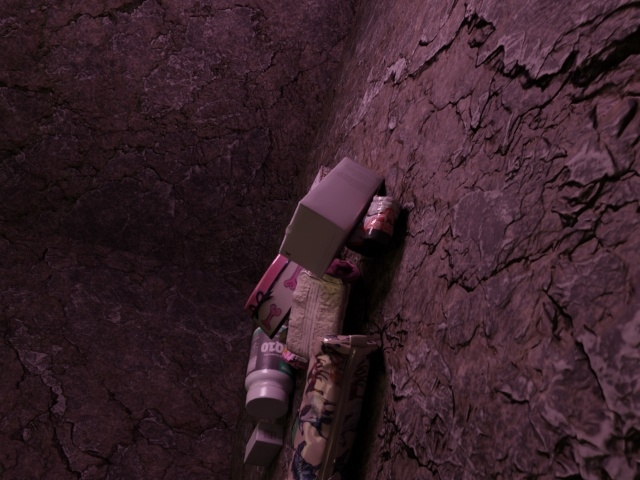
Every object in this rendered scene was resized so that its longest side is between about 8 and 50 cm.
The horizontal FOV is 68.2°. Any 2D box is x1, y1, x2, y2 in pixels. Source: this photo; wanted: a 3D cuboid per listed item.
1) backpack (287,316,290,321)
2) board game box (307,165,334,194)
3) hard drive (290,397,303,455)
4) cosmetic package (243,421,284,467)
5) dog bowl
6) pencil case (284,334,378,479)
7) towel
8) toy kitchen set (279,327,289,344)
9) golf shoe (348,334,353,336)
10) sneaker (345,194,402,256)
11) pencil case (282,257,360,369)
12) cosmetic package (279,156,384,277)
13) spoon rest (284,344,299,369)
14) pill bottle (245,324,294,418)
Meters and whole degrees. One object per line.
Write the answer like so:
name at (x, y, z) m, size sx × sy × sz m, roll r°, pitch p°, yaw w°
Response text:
backpack at (-0.074, 0.296, 1.948) m, size 0.115 × 0.104 × 0.084 m, roll -66°, pitch 20°, yaw 6°
board game box at (0.020, -0.107, 1.907) m, size 0.232 × 0.140 × 0.291 m, roll 123°, pitch 159°, yaw -57°
hard drive at (-0.012, 0.537, 1.432) m, size 0.237 × 0.064 × 0.339 m, roll -106°, pitch 33°, yaw -69°
cosmetic package at (-0.238, 0.860, 1.983) m, size 0.086 × 0.117 × 0.231 m, roll -87°, pitch 18°, yaw -48°
dog bowl at (-0.124, 0.152, 1.739) m, size 0.408 × 0.150 × 0.408 m, roll -57°, pitch -1°, yaw -1°
pencil case at (0.027, 0.423, 1.150) m, size 0.183 × 0.159 × 0.411 m, roll -4°, pitch 72°, yaw 68°
towel at (-0.010, 0.227, 1.385) m, size 0.187 × 0.049 × 0.283 m, roll 17°, pitch 102°, yaw 41°
toy kitchen set at (-0.051, 0.311, 1.875) m, size 0.207 × 0.122 × 0.166 m, roll -41°, pitch 29°, yaw 34°
golf shoe at (0.041, 0.331, 1.282) m, size 0.176 × 0.069 × 0.086 m, roll -48°, pitch -19°, yaw 3°
sneaker at (0.153, -0.041, 1.336) m, size 0.270 × 0.090 × 0.145 m, roll 137°, pitch 155°, yaw -77°
pencil case at (0.000, 0.237, 1.524) m, size 0.167 × 0.159 × 0.387 m, roll -116°, pitch 43°, yaw -65°
cosmetic package at (0.040, -0.081, 1.419) m, size 0.366 × 0.155 × 0.197 m, roll -53°, pitch -9°, yaw -51°
spoon rest at (-0.116, 0.407, 1.991) m, size 0.137 × 0.084 × 0.277 m, roll 82°, pitch 174°, yaw -54°
pill bottle at (-0.210, 0.553, 2.015) m, size 0.361 × 0.204 × 0.204 m, roll -89°, pitch 18°, yaw -49°
